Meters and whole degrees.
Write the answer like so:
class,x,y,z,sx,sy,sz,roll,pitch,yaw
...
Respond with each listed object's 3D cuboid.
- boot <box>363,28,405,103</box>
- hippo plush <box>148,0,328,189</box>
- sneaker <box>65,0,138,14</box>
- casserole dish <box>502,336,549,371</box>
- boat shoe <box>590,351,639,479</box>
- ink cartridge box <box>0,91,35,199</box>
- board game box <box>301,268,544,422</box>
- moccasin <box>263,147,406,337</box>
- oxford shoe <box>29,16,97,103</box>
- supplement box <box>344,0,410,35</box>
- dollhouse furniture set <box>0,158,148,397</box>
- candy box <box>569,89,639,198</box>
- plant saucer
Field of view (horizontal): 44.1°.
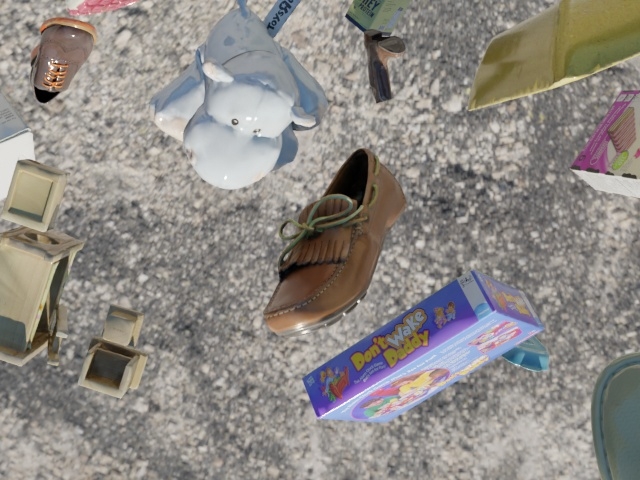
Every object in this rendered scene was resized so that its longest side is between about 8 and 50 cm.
class,x,y,z,sx,sy,sz,roll,pitch,yaw
boot,0.102,-0.258,1.220,0.037,0.106,0.114,-18,126,-15
hippo plush,-0.073,-0.178,1.029,0.234,0.236,0.294,22,109,-27
sneaker,-0.146,-0.305,0.657,0.112,0.121,0.299,49,132,2
casserole dish,0.396,0.202,1.613,0.114,0.188,0.037,13,109,-20
boat shoe,0.337,0.240,0.612,0.127,0.113,0.340,-46,61,26
ink cartridge box,-0.695,-0.235,1.583,0.273,0.114,0.197,48,149,14
board game box,0.174,0.189,1.323,0.347,0.078,0.233,-36,151,21
moccasin,0.018,-0.009,1.115,0.139,0.380,0.147,-12,119,39
oxford shoe,-0.465,-0.320,1.426,0.097,0.098,0.271,9,167,-26
supplement box,0.102,-0.405,1.367,0.056,0.083,0.083,45,123,21
dollhouse furniture set,-0.224,0.032,0.765,0.161,0.101,0.182,19,97,-2
candy box,0.499,-0.146,1.195,0.071,0.233,0.159,34,91,-16
plant saucer,0.347,-0.255,0.901,0.332,0.333,0.081,-23,96,-3
